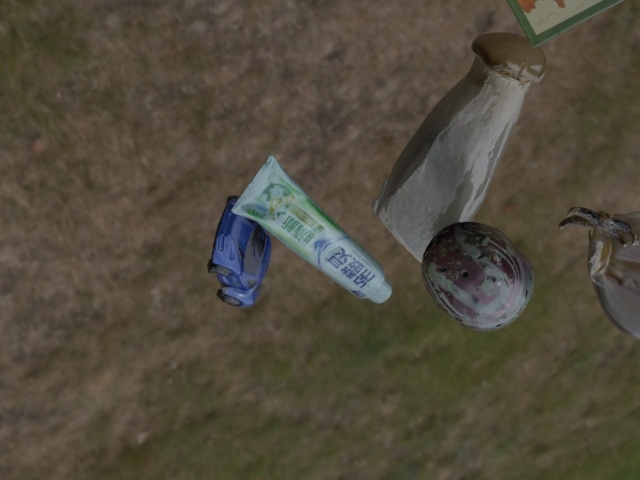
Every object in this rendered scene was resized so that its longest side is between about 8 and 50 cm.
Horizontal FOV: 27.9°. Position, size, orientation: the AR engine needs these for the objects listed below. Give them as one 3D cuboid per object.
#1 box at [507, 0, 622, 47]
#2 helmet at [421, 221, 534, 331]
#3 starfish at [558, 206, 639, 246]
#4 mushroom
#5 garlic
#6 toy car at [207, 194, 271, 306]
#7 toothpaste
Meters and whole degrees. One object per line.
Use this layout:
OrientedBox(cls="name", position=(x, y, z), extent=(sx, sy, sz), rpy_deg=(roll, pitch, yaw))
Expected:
OrientedBox(cls="box", position=(0.302, -0.343, 1.469), extent=(0.177, 0.148, 0.195), rpy_deg=(-27, -170, 29))
OrientedBox(cls="helmet", position=(0.235, 0.059, 1.944), extent=(0.153, 0.177, 0.107), rpy_deg=(-53, 178, 11))
OrientedBox(cls="starfish", position=(0.305, -0.018, 1.423), extent=(0.091, 0.078, 0.028), rpy_deg=(24, 75, -28))
OrientedBox(cls="mushroom", position=(0.213, -0.143, 2.030), extent=(0.137, 0.154, 0.407), rpy_deg=(-25, 143, -61))
OrientedBox(cls="garlic", position=(0.553, 0.048, 2.091), extent=(0.292, 0.210, 0.237), rpy_deg=(17, 118, -2))
OrientedBox(cls="toy car", position=(-0.097, 0.017, 1.636), extent=(0.063, 0.103, 0.216), rpy_deg=(14, 162, 6))
OrientedBox(cls="toothpaste", position=(0.000, 0.000, 1.473), extent=(0.075, 0.048, 0.297), rpy_deg=(-54, 138, -3))
